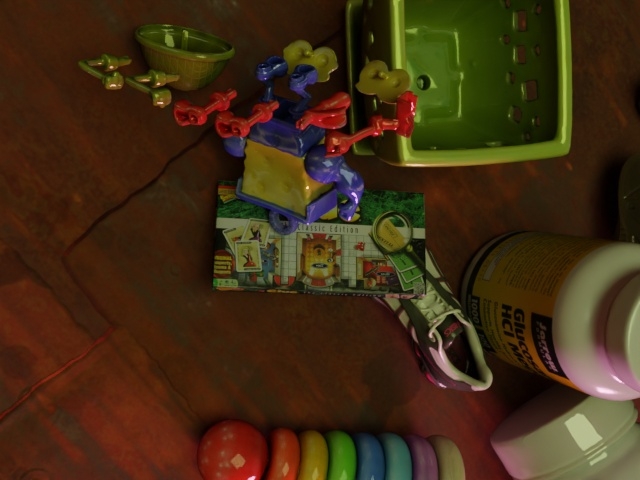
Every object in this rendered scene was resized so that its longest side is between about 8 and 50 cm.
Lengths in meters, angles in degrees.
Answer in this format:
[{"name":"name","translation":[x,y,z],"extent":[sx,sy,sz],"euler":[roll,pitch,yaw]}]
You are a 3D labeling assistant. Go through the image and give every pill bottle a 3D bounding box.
[{"name":"pill bottle","translation":[0.328,0.089,1.109],"extent":[0.188,0.334,0.187],"euler":[-1,94,-19]},{"name":"pill bottle","translation":[0.406,0.383,1.181],"extent":[0.224,0.224,0.392],"euler":[-31,86,-15]}]

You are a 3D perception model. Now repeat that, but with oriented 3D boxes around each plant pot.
[{"name":"plant pot","translation":[0.150,-0.205,1.091],"extent":[0.227,0.207,0.228],"euler":[-5,96,-19]}]

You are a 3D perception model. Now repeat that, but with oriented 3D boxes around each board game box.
[{"name":"board game box","translation":[0.000,0.000,1.100],"extent":[0.260,0.030,0.136],"euler":[2,71,-7]}]

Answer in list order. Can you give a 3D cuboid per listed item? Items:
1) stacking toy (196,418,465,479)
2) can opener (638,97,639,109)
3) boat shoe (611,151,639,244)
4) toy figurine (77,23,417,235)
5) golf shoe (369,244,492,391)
[{"name":"stacking toy","translation":[0.007,0.294,1.127],"extent":[0.330,0.141,0.141],"euler":[12,90,-15]},{"name":"can opener","translation":[0.573,-0.280,1.318],"extent":[0.283,0.076,0.095],"euler":[-30,71,-14]},{"name":"boat shoe","translation":[0.456,0.029,1.265],"extent":[0.109,0.098,0.302],"euler":[4,84,24]},{"name":"toy figurine","translation":[-0.078,-0.094,1.009],"extent":[0.191,0.363,0.217],"euler":[-46,146,-43]},{"name":"golf shoe","translation":[0.138,0.077,1.157],"extent":[0.105,0.120,0.273],"euler":[-38,104,-11]}]
